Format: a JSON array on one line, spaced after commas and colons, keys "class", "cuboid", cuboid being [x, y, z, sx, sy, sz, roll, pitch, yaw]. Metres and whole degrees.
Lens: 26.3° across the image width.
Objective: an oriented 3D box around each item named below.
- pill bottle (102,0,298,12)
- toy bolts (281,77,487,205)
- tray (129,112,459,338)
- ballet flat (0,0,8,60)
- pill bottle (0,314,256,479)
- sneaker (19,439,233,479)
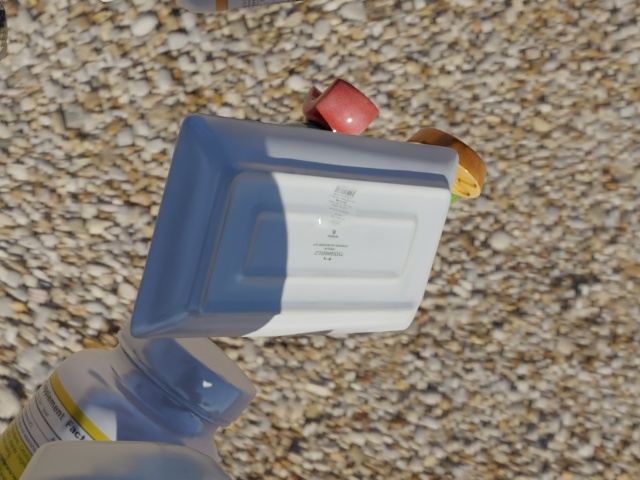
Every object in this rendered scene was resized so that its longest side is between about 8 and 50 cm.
[{"class": "pill bottle", "cuboid": [-0.049, -0.244, 1.021, 0.245, 0.136, 0.136, -8, 95, -5]}, {"class": "toy bolts", "cuboid": [0.048, -0.058, 1.535, 0.228, 0.218, 0.158, 37, 76, -12]}, {"class": "tray", "cuboid": [0.000, 0.000, 0.910, 0.270, 0.030, 0.145, 3, 106, -47]}, {"class": "ballet flat", "cuboid": [-0.312, -0.106, 0.904, 0.250, 0.058, 0.084, -35, 64, -31]}, {"class": "pill bottle", "cuboid": [-0.221, 0.228, 1.318, 0.188, 0.188, 0.334, 40, 92, -20]}, {"class": "sneaker", "cuboid": [-0.061, 0.244, 0.618, 0.148, 0.131, 0.350, -77, 152, -42]}]
